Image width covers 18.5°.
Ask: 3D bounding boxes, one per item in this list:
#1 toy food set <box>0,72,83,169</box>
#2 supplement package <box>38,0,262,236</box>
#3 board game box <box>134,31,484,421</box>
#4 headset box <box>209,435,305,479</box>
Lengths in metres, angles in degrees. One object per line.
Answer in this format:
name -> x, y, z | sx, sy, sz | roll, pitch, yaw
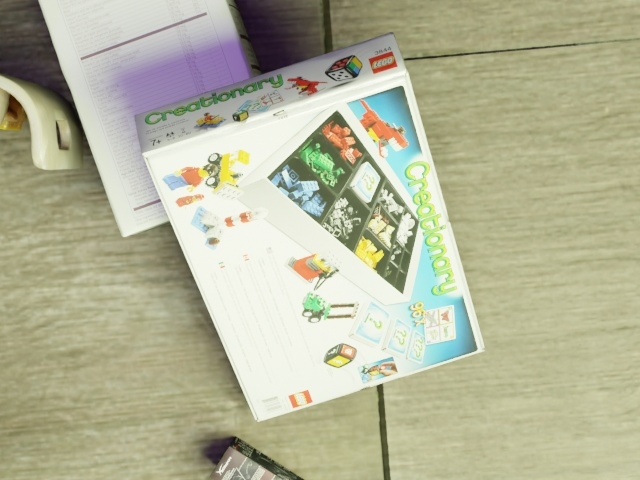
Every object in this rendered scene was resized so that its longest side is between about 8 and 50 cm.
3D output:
toy food set -> -0.336, -0.103, 1.475 | 0.306, 0.220, 0.092 | 15, 92, 1
supplement package -> -0.122, -0.141, 1.509 | 0.139, 0.134, 0.244 | -19, 91, 2
board game box -> 0.000, 0.000, 1.456 | 0.193, 0.053, 0.305 | -17, 135, 1
headset box -> -0.043, 0.193, 1.553 | 0.083, 0.062, 0.032 | 33, 93, 0
